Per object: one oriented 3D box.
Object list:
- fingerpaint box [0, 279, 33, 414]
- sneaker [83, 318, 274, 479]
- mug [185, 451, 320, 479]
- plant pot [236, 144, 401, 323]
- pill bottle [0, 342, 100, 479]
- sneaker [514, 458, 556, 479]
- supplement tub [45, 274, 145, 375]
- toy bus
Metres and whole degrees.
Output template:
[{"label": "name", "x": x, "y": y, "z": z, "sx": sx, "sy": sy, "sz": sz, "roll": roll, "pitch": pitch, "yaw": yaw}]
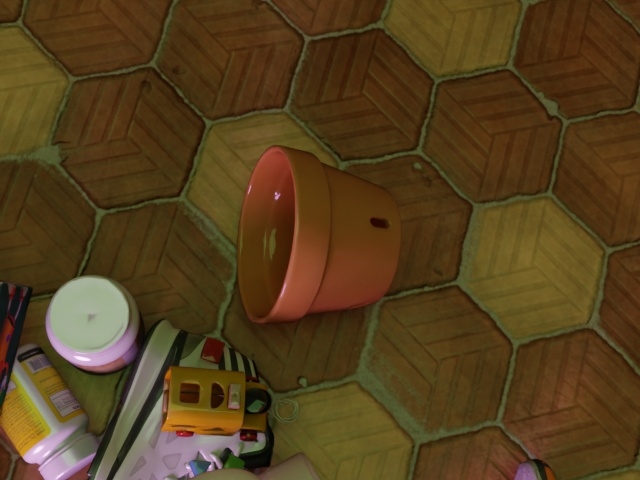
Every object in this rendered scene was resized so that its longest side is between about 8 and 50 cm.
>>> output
[{"label": "fingerpaint box", "x": -0.702, "y": 0.196, "z": 1.466, "sx": 0.445, "sy": 0.163, "sz": 0.370, "roll": 13, "pitch": 84, "yaw": 1}, {"label": "sneaker", "x": -0.218, "y": 0.365, "z": 1.569, "sx": 0.258, "sy": 0.169, "sz": 0.447, "roll": 19, "pitch": 72, "yaw": 1}, {"label": "mug", "x": -0.121, "y": 0.482, "z": 1.463, "sx": 0.328, "sy": 0.276, "sz": 0.374, "roll": -30, "pitch": 124, "yaw": -5}, {"label": "plant pot", "x": 0.000, "y": 0.000, "z": 1.647, "sx": 0.204, "sy": 0.291, "sz": 0.290, "roll": 7, "pitch": 74, "yaw": -22}, {"label": "pill bottle", "x": -0.447, "y": 0.278, "z": 1.593, "sx": 0.119, "sy": 0.119, "sz": 0.208, "roll": -35, "pitch": 81, "yaw": -13}, {"label": "sneaker", "x": 0.432, "y": 0.504, "z": 1.641, "sx": 0.180, "sy": 0.124, "sz": 0.321, "roll": -12, "pitch": 88, "yaw": -13}, {"label": "supplement tub", "x": -0.359, "y": 0.135, "z": 1.596, "sx": 0.144, "sy": 0.199, "sz": 0.144, "roll": 2, "pitch": 75, "yaw": -6}, {"label": "toy bus", "x": -0.145, "y": 0.245, "z": 1.514, "sx": 0.191, "sy": 0.104, "sz": 0.202, "roll": 47, "pitch": 64, "yaw": 5}]
